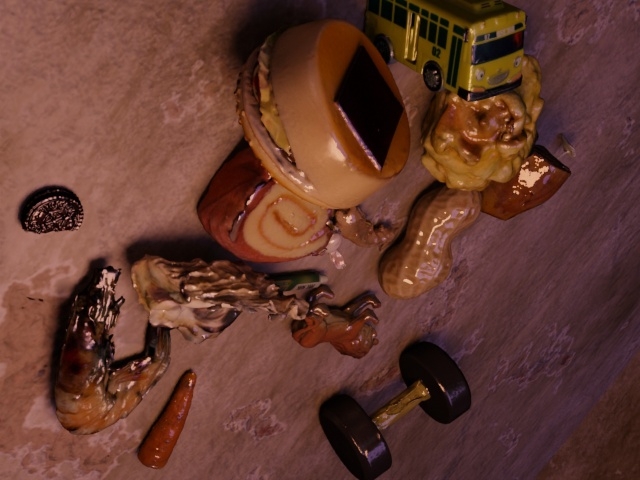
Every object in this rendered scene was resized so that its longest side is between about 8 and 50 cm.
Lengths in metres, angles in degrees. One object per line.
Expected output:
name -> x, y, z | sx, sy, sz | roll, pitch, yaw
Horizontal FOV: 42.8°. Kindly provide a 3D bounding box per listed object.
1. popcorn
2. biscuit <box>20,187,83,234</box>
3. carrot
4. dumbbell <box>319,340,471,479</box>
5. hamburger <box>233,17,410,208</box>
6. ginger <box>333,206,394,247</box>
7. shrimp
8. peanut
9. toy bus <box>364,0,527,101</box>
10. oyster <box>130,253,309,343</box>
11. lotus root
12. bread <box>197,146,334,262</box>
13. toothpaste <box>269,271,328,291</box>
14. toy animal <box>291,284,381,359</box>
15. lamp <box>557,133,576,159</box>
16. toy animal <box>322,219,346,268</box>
popcorn -> 0.295, -0.224, 1.508 | 0.252, 0.215, 0.286 | -32, 140, -53
biscuit -> -0.388, -0.037, 1.184 | 0.087, 0.027, 0.089 | -45, 142, -3
carrot -> -0.287, 0.342, 1.583 | 0.061, 0.061, 0.209 | 12, 110, -47
dumbbell -> 0.178, 0.401, 1.935 | 0.322, 0.204, 0.204 | -30, 138, -20
hamburger -> 0.002, -0.189, 1.224 | 0.176, 0.300, 0.300 | -21, 154, 32
ginger -> 0.079, -0.024, 1.609 | 0.069, 0.051, 0.173 | -48, 146, 10
shrimp -> -0.345, 0.184, 1.391 | 0.233, 0.071, 0.365 | -17, 132, -44
peanut -> 0.229, 0.000, 1.692 | 0.298, 0.136, 0.120 | -61, 173, 15
toy bus -> 0.193, -0.330, 1.279 | 0.128, 0.262, 0.150 | -21, 132, -29
oyster -> -0.167, 0.100, 1.381 | 0.351, 0.115, 0.238 | 20, 151, -41
lotus root -> 0.406, -0.120, 1.700 | 0.188, 0.199, 0.180 | 13, 110, -43
bread -> -0.086, -0.047, 1.376 | 0.190, 0.123, 0.244 | -49, 141, 6
toothpaste -> -0.069, 0.082, 1.574 | 0.204, 0.031, 0.049 | -4, 138, -37
toy animal -> 0.031, 0.184, 1.708 | 0.312, 0.097, 0.157 | 11, 121, -45
lamp -> 0.497, -0.166, 1.885 | 0.198, 0.056, 0.050 | -35, 142, 2
toy animal -> 0.003, -0.005, 1.533 | 0.124, 0.071, 0.085 | 17, 109, -48
